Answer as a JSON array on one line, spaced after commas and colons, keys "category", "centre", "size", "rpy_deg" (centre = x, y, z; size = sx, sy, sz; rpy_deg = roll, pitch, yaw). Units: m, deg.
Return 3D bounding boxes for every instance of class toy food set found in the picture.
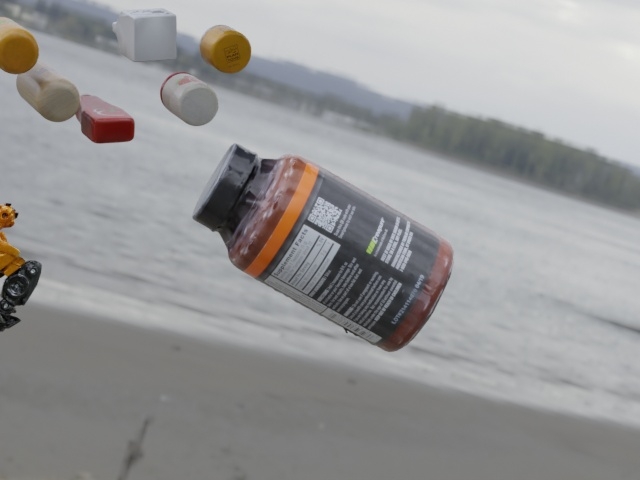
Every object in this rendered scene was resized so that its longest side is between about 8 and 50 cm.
[{"category": "toy food set", "centre": [-0.188, -0.154, 1.347], "size": [0.232, 0.111, 0.104], "rpy_deg": [-8, 22, -24]}]

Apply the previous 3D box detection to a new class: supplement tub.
[{"category": "supplement tub", "centre": [0.000, 0.000, 1.191], "size": [0.198, 0.106, 0.106], "rpy_deg": [30, 2, -8]}]

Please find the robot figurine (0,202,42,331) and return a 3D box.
[{"category": "robot figurine", "centre": [-0.459, 0.052, 1.671], "size": [0.211, 0.291, 0.085], "rpy_deg": [54, -17, -11]}]
